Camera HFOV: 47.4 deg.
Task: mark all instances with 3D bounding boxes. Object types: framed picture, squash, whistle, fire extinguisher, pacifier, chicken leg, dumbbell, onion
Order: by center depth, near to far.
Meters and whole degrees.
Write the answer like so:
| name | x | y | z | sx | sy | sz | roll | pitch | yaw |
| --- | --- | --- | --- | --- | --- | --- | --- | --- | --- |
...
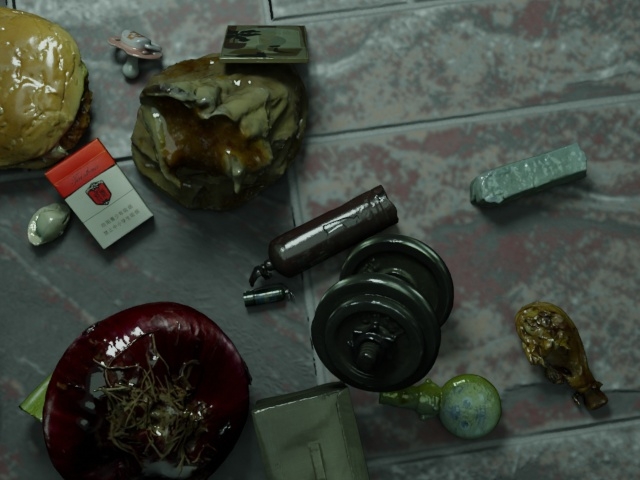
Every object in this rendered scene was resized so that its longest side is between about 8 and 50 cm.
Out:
| name | x | y | z | sx | sy | sz | roll | pitch | yaw |
| --- | --- | --- | --- | --- | --- | --- | --- | --- | --- |
| onion | -0.254 | 0.239 | 1.085 | 0.313 | 0.232 | 0.314 | -5 | 100 | -31 |
| dumbbell | 0.098 | 0.106 | 1.100 | 0.192 | 0.290 | 0.192 | 7 | 116 | 15 |
| squash | -0.391 | 0.228 | 1.147 | 0.105 | 0.105 | 0.132 | 28 | 73 | 1 |
| chicken leg | 0.395 | 0.192 | 1.181 | 0.085 | 0.101 | 0.208 | -33 | 95 | 25 |
| framed picture | -0.090 | -0.322 | 1.183 | 0.135 | 0.201 | 0.010 | -1 | 121 | -2 |
| whistle | 0.194 | 0.262 | 1.185 | 0.198 | 0.057 | 0.104 | 7 | 88 | 6 |
| fire extinguisher | 0.000 | 0.000 | 1.186 | 0.267 | 0.089 | 0.072 | -27 | 109 | -5 |
| fire extinguisher | -0.086 | 0.088 | 1.205 | 0.083 | 0.025 | 0.038 | -9 | 60 | -3 |
| pacifier | -0.313 | -0.311 | 1.232 | 0.099 | 0.081 | 0.078 | 30 | 117 | 25 |

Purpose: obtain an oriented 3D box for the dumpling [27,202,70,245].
| name | x | y | z | sx | sy | sz | roll | pitch | yaw |
| --- | --- | --- | --- | --- | --- | --- | --- | --- | --- |
| dumpling | -0.449 | -0.031 | 1.199 | 0.059 | 0.043 | 0.077 | 34 | 99 | 19 |

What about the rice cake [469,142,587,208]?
| name | x | y | z | sx | sy | sz | roll | pitch | yaw |
| --- | --- | --- | --- | --- | --- | --- | --- | --- | --- |
| rice cake | 0.352 | -0.108 | 1.224 | 0.206 | 0.069 | 0.063 | -19 | 84 | -3 |

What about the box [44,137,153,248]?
| name | x | y | z | sx | sy | sz | roll | pitch | yaw |
| --- | --- | --- | --- | --- | --- | --- | --- | --- | --- |
| box | -0.356 | -0.076 | 1.181 | 0.100 | 0.048 | 0.152 | -36 | 105 | -8 |

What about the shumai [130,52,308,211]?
| name | x | y | z | sx | sy | sz | roll | pitch | yaw |
| --- | --- | --- | --- | --- | --- | --- | --- | --- | --- |
| shumai | -0.155 | -0.202 | 1.121 | 0.314 | 0.262 | 0.267 | -38 | 87 | -7 |

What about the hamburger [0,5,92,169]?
| name | x | y | z | sx | sy | sz | roll | pitch | yaw |
| --- | --- | --- | --- | --- | --- | --- | --- | --- | --- |
| hamburger | -0.513 | -0.245 | 1.173 | 0.283 | 0.144 | 0.260 | 4 | 80 | -7 |

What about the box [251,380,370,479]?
| name | x | y | z | sx | sy | sz | roll | pitch | yaw |
| --- | --- | --- | --- | --- | --- | --- | --- | --- | --- |
| box | -0.007 | 0.348 | 1.111 | 0.148 | 0.155 | 0.232 | -13 | 85 | -3 |
